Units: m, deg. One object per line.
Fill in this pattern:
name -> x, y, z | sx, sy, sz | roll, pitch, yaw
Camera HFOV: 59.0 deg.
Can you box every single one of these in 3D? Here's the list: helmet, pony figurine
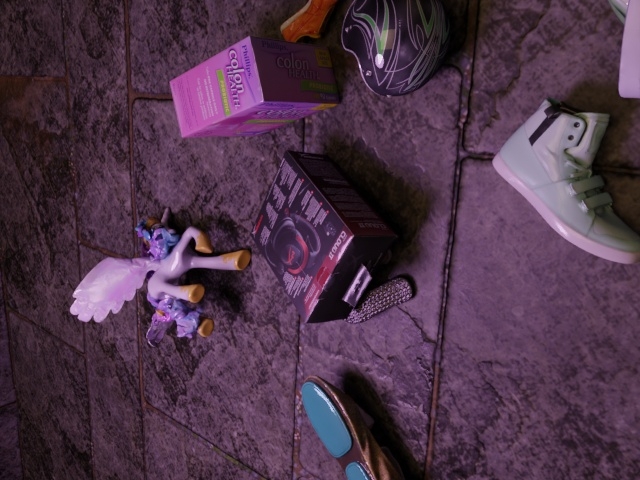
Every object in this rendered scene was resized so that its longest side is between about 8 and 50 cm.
helmet -> 0.128, -0.324, 0.914 | 0.169, 0.170, 0.161 | -55, 48, 34
pony figurine -> -0.386, 0.102, 1.410 | 0.364, 0.303, 0.350 | 20, 80, 40

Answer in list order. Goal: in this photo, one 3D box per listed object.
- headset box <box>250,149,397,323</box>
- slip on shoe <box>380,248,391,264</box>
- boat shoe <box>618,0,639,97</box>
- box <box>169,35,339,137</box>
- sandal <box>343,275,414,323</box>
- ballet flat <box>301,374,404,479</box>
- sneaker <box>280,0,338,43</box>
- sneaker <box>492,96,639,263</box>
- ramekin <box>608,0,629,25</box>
headset box -> 0.000, 0.000, 1.084 | 0.293, 0.110, 0.218 | 53, 129, 38
slip on shoe -> 0.077, 0.003, 1.108 | 0.135, 0.041, 0.051 | 41, 123, 27
boat shoe -> 0.378, -0.287, 0.545 | 0.105, 0.113, 0.306 | 20, 96, 30
box -> -0.128, -0.289, 1.105 | 0.243, 0.214, 0.117 | -12, 91, 41
sandal -> 0.107, 0.116, 1.116 | 0.179, 0.040, 0.067 | -22, 90, 27
ballet flat -> 0.083, 0.422, 1.149 | 0.123, 0.123, 0.348 | -47, 66, 37
sneaker -> -0.003, -0.431, 1.080 | 0.175, 0.064, 0.067 | -29, 100, 46
sneaker -> 0.375, -0.092, 0.793 | 0.256, 0.094, 0.151 | 49, 132, 25
ramekin -> 0.458, -0.366, 0.630 | 0.304, 0.148, 0.303 | 10, 106, 39
